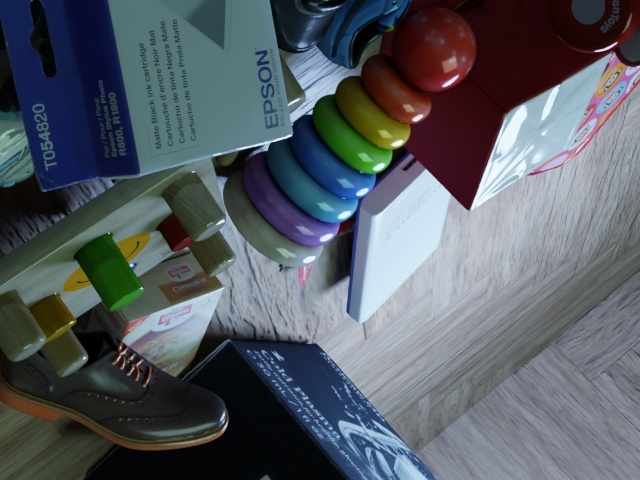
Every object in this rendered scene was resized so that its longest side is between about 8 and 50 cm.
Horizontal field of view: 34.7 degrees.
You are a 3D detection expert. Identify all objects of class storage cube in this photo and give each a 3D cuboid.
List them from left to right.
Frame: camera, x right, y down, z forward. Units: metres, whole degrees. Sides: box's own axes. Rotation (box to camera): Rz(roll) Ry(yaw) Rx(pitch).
[{"bbox_3d":[0.197,-0.190,1.229,0.184,0.193,0.215,-31,155,-24],"label":"storage cube"}]

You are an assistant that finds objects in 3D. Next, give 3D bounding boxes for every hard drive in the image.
[{"bbox_3d":[0.125,-0.024,1.554,0.210,0.040,0.318,-44,159,-24],"label":"hard drive"}]

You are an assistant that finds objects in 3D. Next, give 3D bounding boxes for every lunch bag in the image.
[{"bbox_3d":[0.400,-0.240,1.567,0.258,0.120,0.293,-16,147,-53],"label":"lunch bag"}]

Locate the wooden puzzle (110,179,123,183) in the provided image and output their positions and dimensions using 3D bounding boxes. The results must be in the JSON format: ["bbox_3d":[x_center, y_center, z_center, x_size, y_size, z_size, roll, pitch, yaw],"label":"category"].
[{"bbox_3d":[-0.187,-0.080,1.054,0.049,0.006,0.083,-11,142,-50],"label":"wooden puzzle"}]

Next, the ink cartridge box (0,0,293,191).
[{"bbox_3d":[-0.129,-0.165,0.778,0.224,0.045,0.223,-21,106,-41],"label":"ink cartridge box"}]

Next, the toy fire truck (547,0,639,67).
[{"bbox_3d":[0.370,-0.336,1.064,0.254,0.302,0.169,-10,-174,42],"label":"toy fire truck"}]

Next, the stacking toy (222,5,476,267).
[{"bbox_3d":[0.043,-0.119,1.124,0.330,0.141,0.141,-44,158,25],"label":"stacking toy"}]

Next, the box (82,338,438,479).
[{"bbox_3d":[-0.012,0.412,1.498,0.297,0.480,0.472,-43,166,5],"label":"box"}]

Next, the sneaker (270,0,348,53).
[{"bbox_3d":[0.019,-0.260,0.913,0.107,0.124,0.283,-25,152,-33],"label":"sneaker"}]

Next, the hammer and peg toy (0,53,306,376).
[{"bbox_3d":[-0.159,-0.015,0.973,0.361,0.127,0.266,-34,171,-9],"label":"hammer and peg toy"}]

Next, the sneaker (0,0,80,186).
[{"bbox_3d":[-0.281,-0.064,0.813,0.283,0.110,0.122,-38,163,-5],"label":"sneaker"}]

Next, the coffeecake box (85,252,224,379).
[{"bbox_3d":[-0.216,0.115,1.269,0.142,0.068,0.185,-19,147,-40],"label":"coffeecake box"}]

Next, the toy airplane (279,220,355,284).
[{"bbox_3d":[0.000,0.000,1.456,0.151,0.028,0.151,-35,157,-17],"label":"toy airplane"}]

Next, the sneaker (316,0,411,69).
[{"bbox_3d":[0.078,-0.266,1.053,0.209,0.082,0.069,-48,154,10],"label":"sneaker"}]

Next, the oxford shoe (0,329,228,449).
[{"bbox_3d":[-0.227,0.163,1.156,0.271,0.097,0.098,15,124,-16],"label":"oxford shoe"}]
